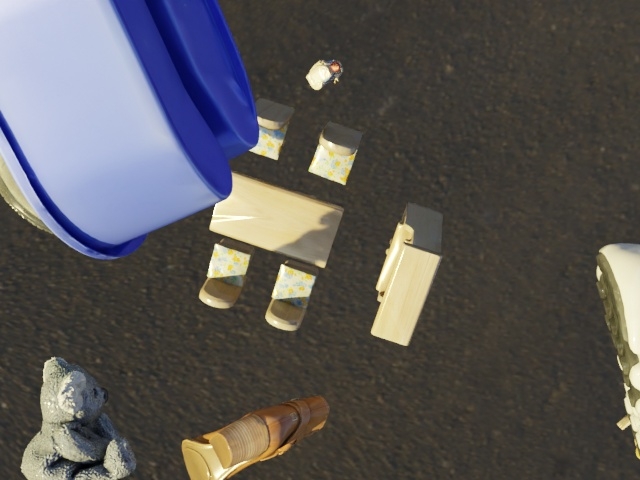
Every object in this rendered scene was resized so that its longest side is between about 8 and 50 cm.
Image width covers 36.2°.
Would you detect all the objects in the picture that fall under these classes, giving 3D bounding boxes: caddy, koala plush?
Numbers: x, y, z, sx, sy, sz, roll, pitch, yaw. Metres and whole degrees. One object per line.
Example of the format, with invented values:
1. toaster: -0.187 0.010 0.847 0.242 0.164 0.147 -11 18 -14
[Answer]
1. caddy: -0.191 -0.152 0.797 0.179 0.241 0.341 -16 113 16
2. koala plush: -0.476 0.338 1.870 0.203 0.196 0.221 -9 103 -24

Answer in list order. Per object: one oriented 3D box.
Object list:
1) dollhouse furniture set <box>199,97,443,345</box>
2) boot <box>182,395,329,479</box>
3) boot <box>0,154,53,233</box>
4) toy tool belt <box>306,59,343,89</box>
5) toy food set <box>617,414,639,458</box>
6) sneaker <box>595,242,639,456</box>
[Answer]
1. dollhouse furniture set: 0.000 0.000 1.713 0.394 0.256 0.362 18 111 1
2. boot: -0.124 0.362 1.800 0.220 0.283 0.109 -17 71 -33
3. boot: -0.408 -0.130 1.432 0.246 0.083 0.161 41 106 4
4. toy tool belt: 0.016 -0.327 1.896 0.051 0.083 0.052 -34 96 -53
5. toy food set: 0.533 0.286 1.497 0.132 0.192 0.038 -40 94 6
6. sneaker: 0.252 0.103 0.613 0.292 0.118 0.110 63 16 -47
